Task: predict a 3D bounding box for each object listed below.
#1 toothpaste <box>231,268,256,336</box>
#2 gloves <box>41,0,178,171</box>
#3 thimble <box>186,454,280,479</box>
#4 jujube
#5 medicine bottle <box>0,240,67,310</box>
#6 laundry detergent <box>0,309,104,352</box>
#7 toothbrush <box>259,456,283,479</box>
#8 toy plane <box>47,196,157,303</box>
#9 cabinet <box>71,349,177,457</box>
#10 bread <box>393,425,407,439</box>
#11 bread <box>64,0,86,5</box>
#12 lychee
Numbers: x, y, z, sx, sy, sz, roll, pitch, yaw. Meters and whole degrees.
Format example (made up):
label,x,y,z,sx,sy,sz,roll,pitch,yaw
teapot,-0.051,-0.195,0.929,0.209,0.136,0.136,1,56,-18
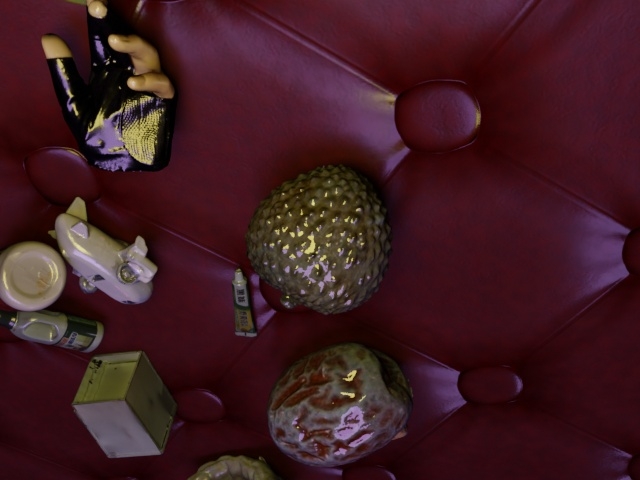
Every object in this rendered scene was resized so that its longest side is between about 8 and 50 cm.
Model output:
label,x,y,z,sx,sy,sz,roll,pitch,yaw
toothpaste,-0.162,0.133,1.624,0.049,0.031,0.204,5,135,5
gloves,-0.329,-0.250,1.229,0.197,0.152,0.301,0,133,-1
thimble,-0.211,0.698,1.962,0.291,0.291,0.195,-15,127,21
jujube,0.027,0.348,1.644,0.308,0.247,0.215,-37,161,21
medicine bottle,-0.582,0.072,1.508,0.131,0.131,0.250,38,157,-23
laundry detergent,-0.582,0.182,1.658,0.225,0.070,0.099,23,152,-39
toothbrush,-0.120,0.616,2.060,0.017,0.014,0.162,-26,124,5
toy plane,-0.418,0.031,1.522,0.244,0.117,0.245,15,146,11
cabinet,-0.455,0.382,1.814,0.150,0.145,0.206,-8,130,15
bread,0.161,0.445,1.849,0.070,0.035,0.083,-29,128,30
bread,-0.410,-0.419,1.182,0.139,0.084,0.074,3,140,-37
lychee,0.000,0.000,1.354,0.255,0.255,0.274,20,100,-9
